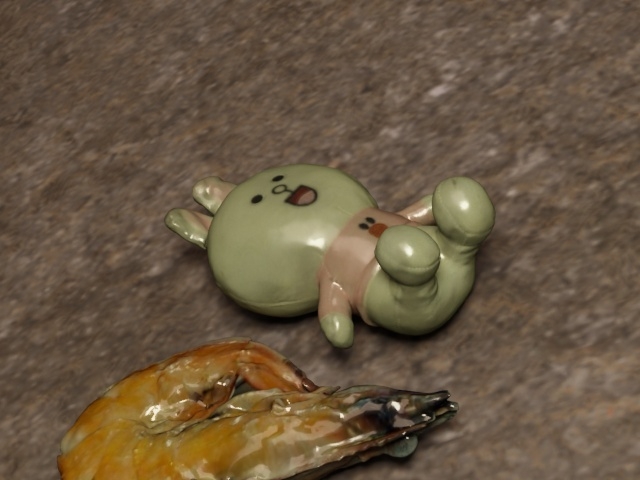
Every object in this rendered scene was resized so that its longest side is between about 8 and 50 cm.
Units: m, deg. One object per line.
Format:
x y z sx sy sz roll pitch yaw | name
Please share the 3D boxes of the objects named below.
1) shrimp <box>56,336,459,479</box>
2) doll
-0.049 0.126 1.132 0.317 0.062 0.164 -12 45 20 | shrimp
0.007 0.010 1.177 0.275 0.113 0.155 7 46 39 | doll
